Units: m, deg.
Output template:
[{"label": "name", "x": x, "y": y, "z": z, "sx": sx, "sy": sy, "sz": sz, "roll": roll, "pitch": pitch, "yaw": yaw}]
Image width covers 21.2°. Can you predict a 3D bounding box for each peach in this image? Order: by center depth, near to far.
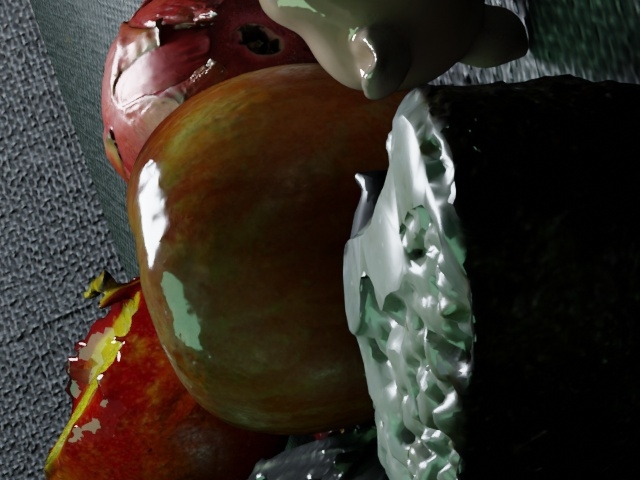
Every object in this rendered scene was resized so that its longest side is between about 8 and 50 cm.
[{"label": "peach", "x": -0.195, "y": 0.219, "z": 2.272, "sx": 0.406, "sy": 0.310, "sz": 0.335, "roll": 128, "pitch": 157, "yaw": -62}]

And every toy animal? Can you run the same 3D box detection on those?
[{"label": "toy animal", "x": 0.035, "y": -0.219, "z": 1.096, "sx": 0.149, "sy": 0.165, "sz": 0.248, "roll": 3, "pitch": 109, "yaw": 54}]

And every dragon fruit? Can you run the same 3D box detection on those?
[{"label": "dragon fruit", "x": -0.082, "y": -0.123, "z": 1.526, "sx": 0.252, "sy": 0.241, "sz": 0.241, "roll": 0, "pitch": 112, "yaw": 62}]

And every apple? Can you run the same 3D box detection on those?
[{"label": "apple", "x": 0.000, "y": 0.000, "z": 1.302, "sx": 0.301, "sy": 0.301, "sz": 0.301, "roll": 158, "pitch": 90, "yaw": -76}]

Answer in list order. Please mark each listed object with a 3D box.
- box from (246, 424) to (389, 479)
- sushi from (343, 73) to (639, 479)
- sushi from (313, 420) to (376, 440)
[{"label": "box", "x": 0.103, "y": 0.291, "z": 1.370, "sx": 0.350, "sy": 0.091, "sz": 0.359, "roll": 40, "pitch": 158, "yaw": -9}, {"label": "sushi", "x": 0.127, "y": 0.039, "z": 1.048, "sx": 0.348, "sy": 0.207, "sz": 0.234, "roll": 91, "pitch": 166, "yaw": -45}, {"label": "sushi", "x": 0.049, "y": 0.118, "z": 1.537, "sx": 0.172, "sy": 0.153, "sz": 0.150, "roll": 49, "pitch": 145, "yaw": -1}]
